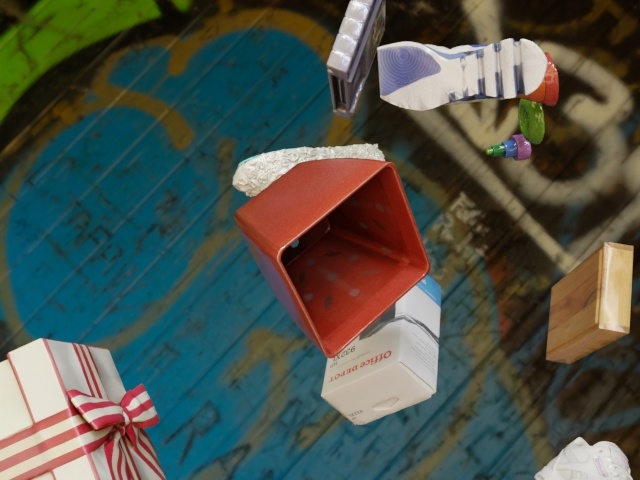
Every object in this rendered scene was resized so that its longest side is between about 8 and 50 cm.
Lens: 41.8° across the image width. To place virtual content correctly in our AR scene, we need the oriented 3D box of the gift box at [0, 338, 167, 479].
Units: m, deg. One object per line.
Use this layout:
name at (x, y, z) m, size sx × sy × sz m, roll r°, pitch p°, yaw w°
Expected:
gift box at (-0.332, 0.283, 1.034) m, size 0.276 × 0.258 × 0.255 m, roll 64°, pitch 0°, yaw 7°

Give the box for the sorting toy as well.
sorting toy at (0.458, -0.296, 1.984) m, size 0.365 × 0.126 × 0.127 m, roll 88°, pitch -8°, yaw -64°

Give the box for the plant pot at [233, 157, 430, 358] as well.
plant pot at (0.000, 0.000, 1.528) m, size 0.236 × 0.267 × 0.267 m, roll 30°, pitch -28°, yaw 47°

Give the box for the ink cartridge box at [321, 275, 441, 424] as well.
ink cartridge box at (0.139, 0.221, 1.848) m, size 0.129 × 0.223 × 0.307 m, roll 43°, pitch 36°, yaw -26°

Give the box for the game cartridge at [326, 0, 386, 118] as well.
game cartridge at (0.084, -0.422, 1.843) m, size 0.068 × 0.230 × 0.355 m, roll 24°, pitch -5°, yaw 6°

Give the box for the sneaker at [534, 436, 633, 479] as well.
sneaker at (0.487, 0.419, 1.446) m, size 0.114 × 0.152 × 0.305 m, roll 44°, pitch -7°, yaw -13°

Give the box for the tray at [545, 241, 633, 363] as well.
tray at (0.646, 0.164, 2.044) m, size 0.076 × 0.202 × 0.411 m, roll 9°, pitch -18°, yaw 0°

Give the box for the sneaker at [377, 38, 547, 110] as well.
sneaker at (0.275, -0.306, 1.567) m, size 0.316 × 0.127 × 0.182 m, roll 3°, pitch 8°, yaw 24°

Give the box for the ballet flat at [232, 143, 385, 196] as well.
ballet flat at (-0.010, -0.161, 2.097) m, size 0.147 × 0.409 × 0.146 m, roll 169°, pitch -90°, yaw -71°
